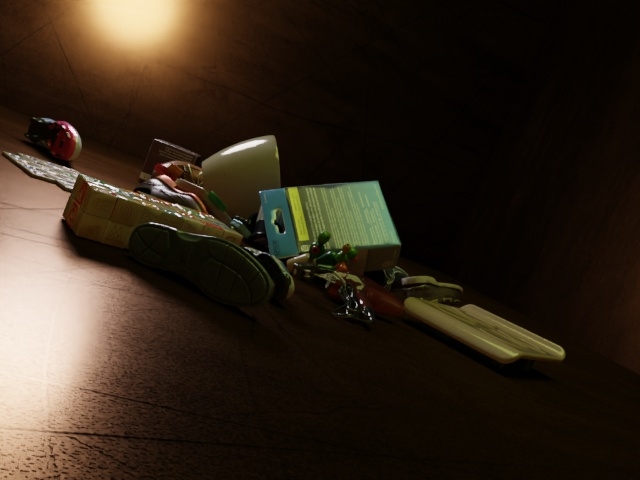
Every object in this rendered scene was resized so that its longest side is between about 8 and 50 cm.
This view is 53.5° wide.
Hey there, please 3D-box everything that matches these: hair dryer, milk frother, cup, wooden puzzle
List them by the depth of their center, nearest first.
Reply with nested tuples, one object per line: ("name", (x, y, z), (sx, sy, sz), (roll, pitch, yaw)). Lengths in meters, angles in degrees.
("hair dryer", (0.082, 0.140, 1.416), (0.294, 0.080, 0.223), (8, 28, -47))
("wooden puzzle", (0.415, 0.248, 1.624), (0.322, 0.080, 0.348), (26, 10, 39))
("milk frother", (-0.173, -0.063, 1.797), (0.129, 0.134, 0.143), (-1, -38, 16))
("cup", (-0.265, -0.175, 2.075), (0.237, 0.330, 0.331), (-3, 10, -11))

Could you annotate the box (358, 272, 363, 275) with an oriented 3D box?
("box", (0.000, 0.000, 1.841), (0.067, 0.063, 0.324), (-28, 57, -26))

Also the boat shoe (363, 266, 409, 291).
("boat shoe", (0.174, 0.110, 1.902), (0.255, 0.095, 0.079), (18, 4, -29))

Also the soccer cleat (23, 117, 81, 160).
("soccer cleat", (-0.819, -0.323, 2.037), (0.331, 0.115, 0.143), (26, 6, 41))

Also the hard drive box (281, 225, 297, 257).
("hard drive box", (-0.030, 0.016, 2.050), (0.181, 0.089, 0.232), (24, 5, 21))

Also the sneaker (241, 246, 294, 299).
("sneaker", (-0.095, 0.063, 1.247), (0.081, 0.080, 0.211), (16, 8, -31))

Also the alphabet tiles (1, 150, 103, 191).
("alphabet tiles", (-0.640, -0.158, 1.633), (0.285, 0.011, 0.343), (18, 6, -46))

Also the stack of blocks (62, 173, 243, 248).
("stack of blocks", (-0.321, -0.031, 1.205), (0.297, 0.087, 0.171), (19, 6, -36))

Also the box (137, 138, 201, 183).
("box", (-0.554, -0.268, 2.354), (0.169, 0.166, 0.203), (22, 5, -9))

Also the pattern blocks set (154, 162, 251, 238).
("pattern blocks set", (-0.323, -0.103, 1.734), (0.285, 0.026, 0.325), (49, -16, -28))

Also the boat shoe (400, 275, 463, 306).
("boat shoe", (0.351, 0.178, 1.960), (0.117, 0.096, 0.324), (-11, -17, 32))

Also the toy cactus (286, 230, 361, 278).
("toy cactus", (0.007, 0.060, 1.590), (0.181, 0.112, 0.219), (-11, -27, 15))

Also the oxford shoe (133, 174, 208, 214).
("oxford shoe", (-0.385, -0.081, 1.653), (0.098, 0.096, 0.271), (-22, 40, -39))

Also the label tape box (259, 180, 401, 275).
("label tape box", (0.019, -0.031, 1.753), (0.348, 0.115, 0.249), (-7, 51, -9))

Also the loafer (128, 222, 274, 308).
("loafer", (-0.187, 0.037, 1.055), (0.268, 0.096, 0.084), (22, -2, 17))

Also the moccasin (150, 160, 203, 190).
("moccasin", (-0.426, -0.184, 2.214), (0.147, 0.139, 0.380), (21, 1, 35))
